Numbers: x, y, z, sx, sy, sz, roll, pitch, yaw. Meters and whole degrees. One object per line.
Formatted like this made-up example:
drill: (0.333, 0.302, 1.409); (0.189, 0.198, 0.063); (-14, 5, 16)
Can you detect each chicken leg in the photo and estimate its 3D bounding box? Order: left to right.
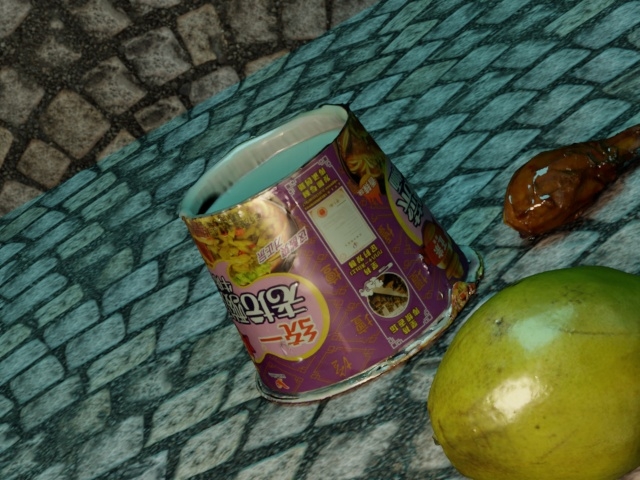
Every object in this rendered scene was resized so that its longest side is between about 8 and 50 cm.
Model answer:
chicken leg: (0.351, -0.106, 2.190); (0.304, 0.093, 0.113); (-32, 8, -14)

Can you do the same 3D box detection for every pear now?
pear: (0.226, 0.130, 1.615); (0.269, 0.212, 0.212); (-22, 21, 9)

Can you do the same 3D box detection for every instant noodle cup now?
instant noodle cup: (0.000, 0.000, 2.185); (0.340, 0.266, 0.340); (-27, 20, 10)
